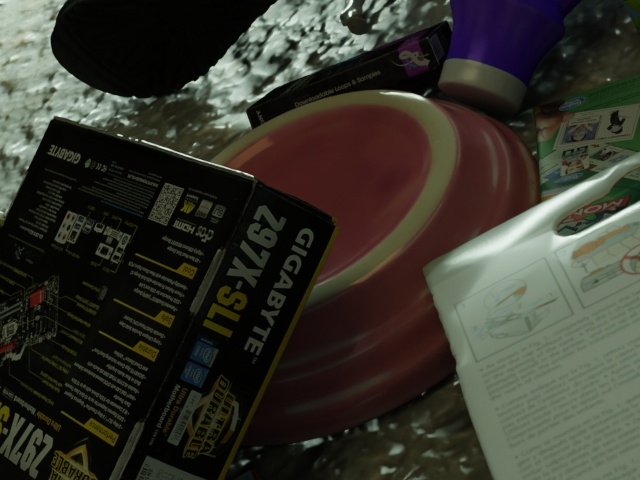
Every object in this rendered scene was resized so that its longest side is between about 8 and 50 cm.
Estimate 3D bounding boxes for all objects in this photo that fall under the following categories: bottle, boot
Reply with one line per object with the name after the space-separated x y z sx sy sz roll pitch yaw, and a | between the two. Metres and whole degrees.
0.168 -0.239 1.373 0.092 0.118 0.282 168 122 -75 | bottle
-0.091 -0.295 1.625 0.348 0.131 0.260 -28 34 37 | boot

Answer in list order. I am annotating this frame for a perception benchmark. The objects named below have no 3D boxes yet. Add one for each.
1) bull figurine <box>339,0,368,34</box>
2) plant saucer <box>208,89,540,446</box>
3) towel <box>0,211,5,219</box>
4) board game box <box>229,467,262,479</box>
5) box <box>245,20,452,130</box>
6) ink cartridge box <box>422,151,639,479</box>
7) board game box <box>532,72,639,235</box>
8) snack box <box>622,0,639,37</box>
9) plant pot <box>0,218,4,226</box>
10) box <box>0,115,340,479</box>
0.139 -0.286 1.522 0.310 0.101 0.188 -12 39 33 | bull figurine
0.000 0.000 1.285 0.332 0.084 0.332 -20 35 15 | plant saucer
-0.438 0.108 1.509 0.317 0.053 0.331 -11 38 27 | towel
-0.142 0.262 1.109 0.281 0.027 0.145 -30 33 1 | board game box
0.027 -0.133 1.441 0.162 0.029 0.116 -22 9 15 | box
0.239 0.067 0.998 0.308 0.091 0.385 -27 28 6 | ink cartridge box
0.300 -0.061 1.168 0.317 0.046 0.213 -18 37 18 | board game box
0.340 -0.241 1.329 0.207 0.070 0.174 -9 48 27 | snack box
-0.245 0.039 1.409 0.134 0.095 0.134 -20 36 15 | plant pot
-0.147 0.060 1.208 0.322 0.079 0.257 18 84 56 | box
